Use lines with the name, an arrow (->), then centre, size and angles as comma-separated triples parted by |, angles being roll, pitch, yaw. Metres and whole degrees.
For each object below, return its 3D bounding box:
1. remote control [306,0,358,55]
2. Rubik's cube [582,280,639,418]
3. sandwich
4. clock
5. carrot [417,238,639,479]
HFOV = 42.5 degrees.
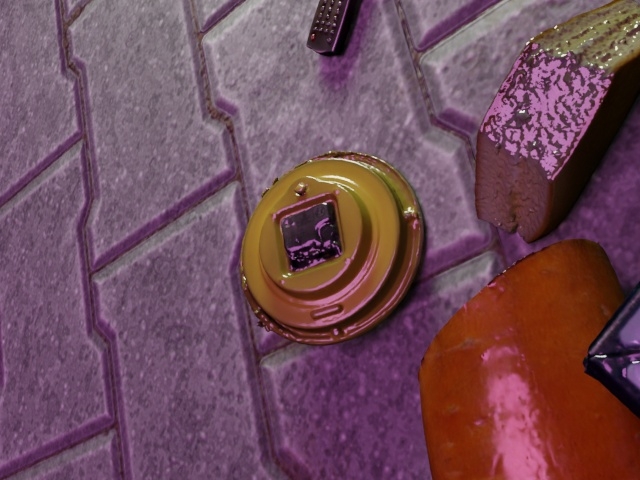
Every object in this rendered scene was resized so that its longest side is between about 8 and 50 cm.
remote control -> 0.036, -0.333, 1.023 | 0.059, 0.028, 0.212 | 24, 98, 39
Rubik's cube -> 0.356, 0.065, 0.497 | 0.248, 0.250, 0.246 | 44, 110, 37
sandwich -> 0.224, -0.116, 0.764 | 0.094, 0.096, 0.258 | 38, 109, 35
clock -> 0.000, 0.000, 0.925 | 0.237, 0.057, 0.237 | -10, 68, 26
carrot -> 0.184, 0.192, 0.658 | 0.214, 0.193, 0.331 | -30, 62, 30
